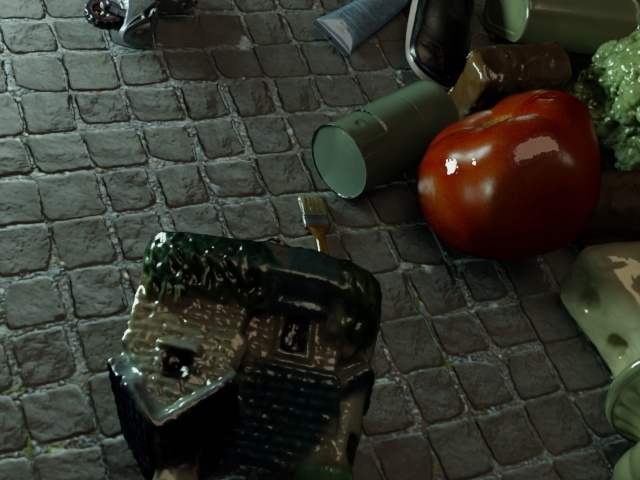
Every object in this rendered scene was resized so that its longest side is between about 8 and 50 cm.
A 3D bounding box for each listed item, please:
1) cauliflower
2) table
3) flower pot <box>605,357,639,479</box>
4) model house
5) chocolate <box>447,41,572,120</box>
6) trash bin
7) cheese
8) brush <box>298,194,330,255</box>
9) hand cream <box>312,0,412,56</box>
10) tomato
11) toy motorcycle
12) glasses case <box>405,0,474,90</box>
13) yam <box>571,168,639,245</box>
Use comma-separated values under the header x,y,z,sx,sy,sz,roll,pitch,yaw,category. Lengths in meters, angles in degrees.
x,y,z,sx,sy,sz,roll,pitch,yaw,category
0.601,-0.229,1.657,0.281,0.327,0.260,51,57,-36,cauliflower
0.106,-0.164,1.498,0.220,0.126,0.126,-30,67,-34,table
0.499,0.285,1.182,0.307,0.307,0.244,10,43,-12,flower pot
-0.089,0.177,1.096,0.298,0.243,0.284,10,55,3,model house
0.340,-0.268,1.651,0.214,0.148,0.093,-7,62,-21,chocolate
0.467,-0.426,1.794,0.247,0.121,0.243,4,21,-13,trash bin
0.521,0.122,1.388,0.247,0.174,0.251,-9,56,-15,cheese
0.000,0.000,1.407,0.043,0.014,0.170,1,55,-21,brush
0.096,-0.433,1.754,0.091,0.058,0.271,47,55,1,hand cream
0.291,-0.088,1.423,0.298,0.298,0.226,-42,116,-38,tomato
-0.287,-0.391,1.570,0.122,0.080,0.215,41,47,14,toy motorcycle
0.225,-0.409,1.749,0.122,0.075,0.314,29,51,-22,glasses case
0.491,-0.055,1.483,0.128,0.238,0.129,25,72,-39,yam
